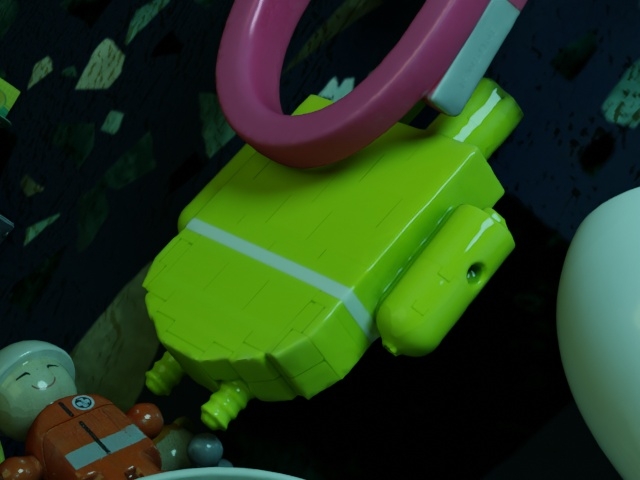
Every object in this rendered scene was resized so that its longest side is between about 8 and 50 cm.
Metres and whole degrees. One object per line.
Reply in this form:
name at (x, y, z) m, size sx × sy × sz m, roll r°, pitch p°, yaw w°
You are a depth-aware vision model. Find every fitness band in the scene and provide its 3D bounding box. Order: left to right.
fitness band at (0.042, -0.176, 1.049) m, size 0.209 × 0.054 × 0.291 m, roll 25°, pitch 83°, yaw 48°

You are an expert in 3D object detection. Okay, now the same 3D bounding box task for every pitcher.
pitcher at (0.210, 0.071, 0.791) m, size 0.178 × 0.125 × 0.207 m, roll -16°, pitch 61°, yaw 10°

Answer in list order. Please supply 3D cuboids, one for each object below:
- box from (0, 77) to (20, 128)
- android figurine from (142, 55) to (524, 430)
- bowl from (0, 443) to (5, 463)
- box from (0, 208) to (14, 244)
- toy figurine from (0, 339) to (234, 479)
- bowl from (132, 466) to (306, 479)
box at (-0.337, -0.150, 1.450) m, size 0.179 × 0.105 × 0.043 m, roll 26°, pitch 83°, yaw 48°
android figurine at (0.000, 0.000, 1.032) m, size 0.248 × 0.056 × 0.273 m, roll 21°, pitch 65°, yaw 48°
bowl at (-0.304, 0.207, 1.137) m, size 0.289 × 0.156 × 0.289 m, roll -23°, pitch 50°, yaw 30°
box at (-0.374, 0.009, 1.374) m, size 0.207 × 0.108 × 0.153 m, roll -50°, pitch 41°, yaw 5°
toy figurine at (-0.146, 0.181, 0.965) m, size 0.148 × 0.209 × 0.213 m, roll 38°, pitch 93°, yaw 37°
bowl at (-0.045, 0.264, 0.829) m, size 0.298 × 0.134 × 0.298 m, roll 0°, pitch 80°, yaw 2°
